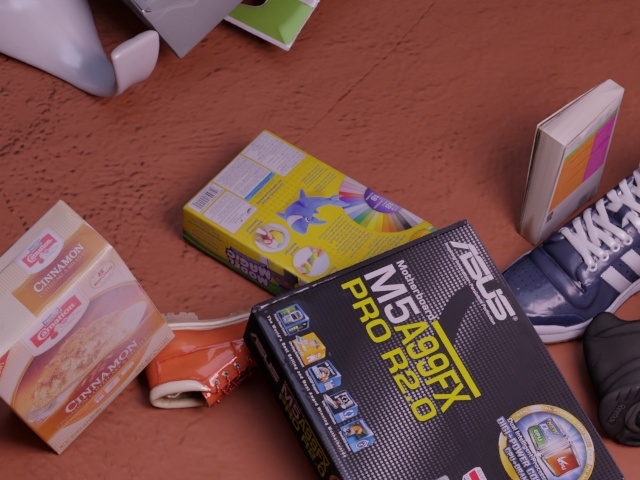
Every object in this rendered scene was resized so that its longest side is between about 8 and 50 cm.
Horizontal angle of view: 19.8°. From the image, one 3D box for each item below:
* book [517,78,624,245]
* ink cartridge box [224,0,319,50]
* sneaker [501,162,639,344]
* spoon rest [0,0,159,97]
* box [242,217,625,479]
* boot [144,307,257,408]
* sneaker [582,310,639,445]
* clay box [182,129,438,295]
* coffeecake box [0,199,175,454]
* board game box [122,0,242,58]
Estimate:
[{"bbox_3d":[0.231,-0.070,1.680,0.035,0.144,0.096,39,58,24],"label":"book"},{"bbox_3d":[-0.034,-0.319,1.901,0.189,0.097,0.255,29,78,18],"label":"ink cartridge box"},{"bbox_3d":[0.273,-0.016,1.633,0.282,0.153,0.099,-22,55,-20],"label":"sneaker"},{"bbox_3d":[-0.263,-0.212,1.814,0.137,0.084,0.276,-33,47,-28],"label":"spoon rest"},{"bbox_3d":[0.091,0.138,1.516,0.216,0.060,0.270,-21,69,-20],"label":"box"},{"bbox_3d":[-0.075,0.105,1.574,0.158,0.059,0.084,-6,54,2],"label":"boot"},{"bbox_3d":[0.363,0.086,1.594,0.286,0.109,0.130,-6,45,-12],"label":"sneaker"},{"bbox_3d":[0.000,0.000,1.664,0.222,0.053,0.127,32,55,18],"label":"clay box"},{"bbox_3d":[-0.211,0.073,1.478,0.068,0.185,0.142,40,79,25],"label":"coffeecake box"},{"bbox_3d":[-0.158,-0.358,1.839,0.224,0.097,0.303,-43,55,-1],"label":"board game box"}]
